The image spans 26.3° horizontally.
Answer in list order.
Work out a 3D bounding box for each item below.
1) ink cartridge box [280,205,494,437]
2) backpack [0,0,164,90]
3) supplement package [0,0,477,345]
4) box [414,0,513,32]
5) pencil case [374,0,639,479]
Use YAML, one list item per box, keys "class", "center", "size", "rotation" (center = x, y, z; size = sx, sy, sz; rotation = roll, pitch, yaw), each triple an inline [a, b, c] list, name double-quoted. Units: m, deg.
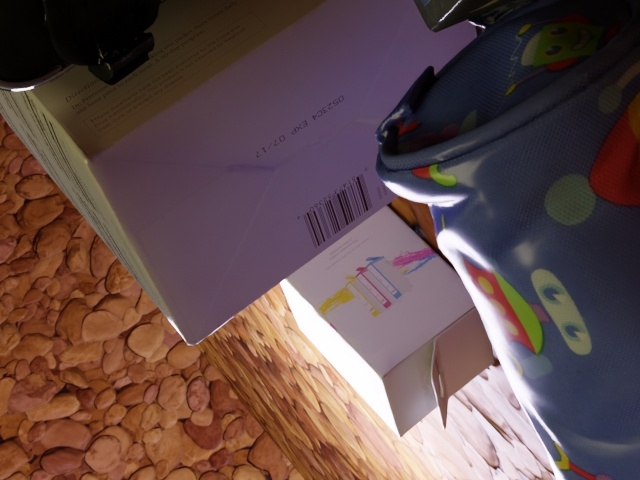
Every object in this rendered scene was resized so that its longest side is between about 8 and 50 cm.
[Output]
- class: "ink cartridge box"
  center: [0.051, 0.056, 0.945]
  size: [0.143, 0.090, 0.092]
  rotation: [45, 165, 32]
- class: "backpack"
  center: [-0.118, -0.219, 0.519]
  size: [0.191, 0.225, 0.254]
  rotation: [40, 158, 34]
- class: "supplement package"
  center: [-0.059, -0.101, 0.677]
  size: [0.203, 0.194, 0.149]
  rotation: [46, 165, 36]
- class: "box"
  center: [0.041, -0.173, 0.353]
  size: [0.183, 0.059, 0.232]
  rotation: [67, 168, 1]
- class: "pencil case"
  center: [0.128, 0.048, 0.545]
  size: [0.133, 0.119, 0.306]
  rotation: [-9, 119, 44]
